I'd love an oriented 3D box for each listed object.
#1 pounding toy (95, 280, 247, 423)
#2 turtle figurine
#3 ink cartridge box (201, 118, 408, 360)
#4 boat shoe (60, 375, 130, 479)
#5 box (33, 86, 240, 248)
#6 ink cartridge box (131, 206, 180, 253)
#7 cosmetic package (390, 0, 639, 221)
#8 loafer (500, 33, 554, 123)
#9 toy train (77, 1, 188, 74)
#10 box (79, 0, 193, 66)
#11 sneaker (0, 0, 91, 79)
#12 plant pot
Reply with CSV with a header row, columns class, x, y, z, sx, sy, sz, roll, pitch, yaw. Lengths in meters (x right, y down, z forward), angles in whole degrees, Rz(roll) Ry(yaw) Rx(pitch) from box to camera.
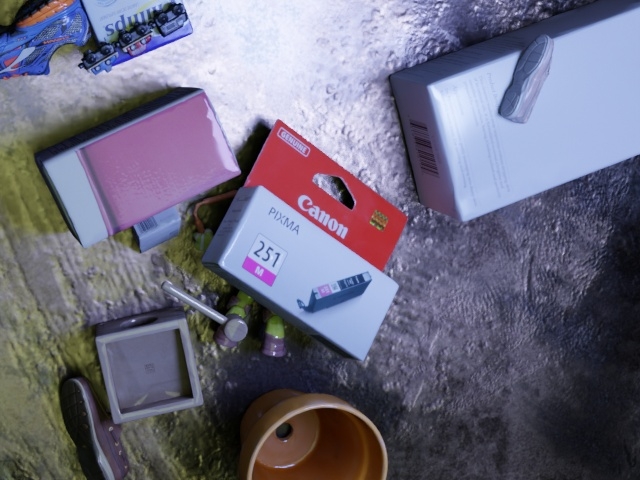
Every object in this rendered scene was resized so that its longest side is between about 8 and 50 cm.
class,x,y,z,sx,sy,sz,roll,pitch,yaw
pounding toy,-0.206,0.137,1.836,0.206,0.094,0.181,-12,101,-6
turtle figurine,-0.063,0.053,1.876,0.269,0.087,0.217,11,98,-21
ink cartridge box,0.000,0.000,1.831,0.275,0.060,0.239,35,72,-28
boat shoe,-0.317,0.267,1.859,0.060,0.064,0.178,-32,115,-42
box,-0.245,-0.101,1.743,0.232,0.148,0.127,-27,104,-11
ink cartridge box,-0.226,-0.016,1.802,0.063,0.115,0.029,-26,84,-12
cosmetic package,0.320,-0.198,1.916,0.385,0.156,0.217,-20,108,-15
loafer,0.289,-0.220,1.799,0.039,0.045,0.125,21,98,-35
toy train,-0.241,-0.258,1.702,0.158,0.027,0.036,-31,121,-9
box,-0.252,-0.317,1.738,0.126,0.072,0.137,-25,109,-11
sneaker,-0.390,-0.237,1.690,0.221,0.083,0.087,-32,120,9
plant pot,-0.032,0.301,1.888,0.205,0.188,0.205,-4,104,-18
